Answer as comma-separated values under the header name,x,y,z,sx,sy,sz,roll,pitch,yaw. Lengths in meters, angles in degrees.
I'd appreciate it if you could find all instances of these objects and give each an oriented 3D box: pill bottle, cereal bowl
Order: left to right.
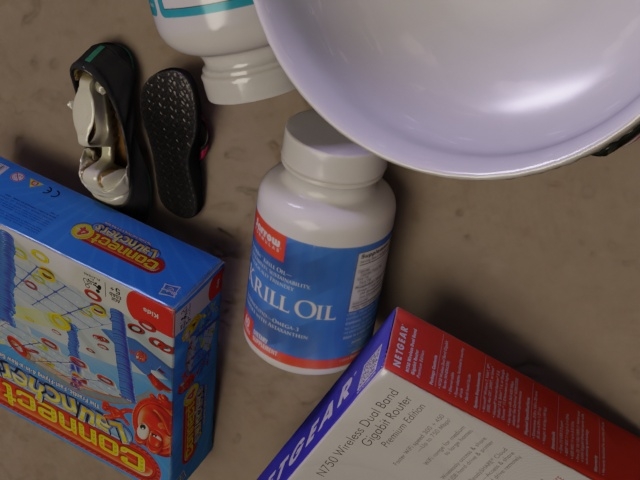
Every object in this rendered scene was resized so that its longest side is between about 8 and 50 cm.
name,x,y,z,sx,sy,sz,roll,pitch,yaw
pill bottle,-0.078,-0.248,0.902,0.146,0.146,0.264,1,116,30
pill bottle,0.000,0.000,1.005,0.124,0.124,0.221,20,123,20
cereal bowl,0.123,-0.215,0.782,0.339,0.141,0.339,4,100,23

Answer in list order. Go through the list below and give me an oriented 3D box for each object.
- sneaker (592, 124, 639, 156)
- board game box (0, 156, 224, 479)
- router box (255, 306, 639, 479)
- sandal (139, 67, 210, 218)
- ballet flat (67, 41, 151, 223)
name,x,y,z,sx,sy,sz,roll,pitch,yaw
sneaker,0.246,-0.130,0.823,0.072,0.077,0.178,28,125,13
board game box,-0.260,0.092,1.199,0.308,0.086,0.302,24,134,17
router box,0.112,0.256,1.052,0.301,0.082,0.335,28,128,-8
sandal,-0.135,-0.099,1.090,0.067,0.040,0.179,27,140,22
ballet flat,-0.214,-0.094,1.113,0.074,0.074,0.203,13,121,24
